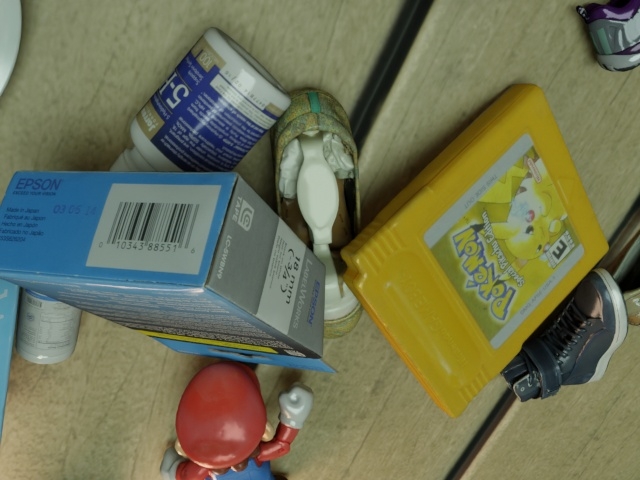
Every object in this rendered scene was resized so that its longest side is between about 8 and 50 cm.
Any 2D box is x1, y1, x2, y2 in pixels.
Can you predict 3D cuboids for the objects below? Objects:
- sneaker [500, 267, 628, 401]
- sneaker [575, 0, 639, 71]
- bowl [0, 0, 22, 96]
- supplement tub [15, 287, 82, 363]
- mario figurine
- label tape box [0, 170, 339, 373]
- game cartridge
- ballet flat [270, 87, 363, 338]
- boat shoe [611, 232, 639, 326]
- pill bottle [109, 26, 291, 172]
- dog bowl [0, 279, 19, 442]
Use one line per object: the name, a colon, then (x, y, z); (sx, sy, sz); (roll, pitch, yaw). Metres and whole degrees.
sneaker: (0.336, 0.145, 0.850); (0.163, 0.086, 0.226); (-12, 129, -6)
sneaker: (0.402, -0.292, 0.661); (0.223, 0.083, 0.098); (-37, 113, 9)
bowl: (-0.416, -0.188, 0.475); (0.134, 0.298, 0.298); (37, 109, 17)
supplement tub: (-0.322, 0.084, 0.707); (0.071, 0.071, 0.107); (12, 114, -17)
mario figurine: (-0.119, 0.280, 0.843); (0.198, 0.170, 0.321); (-35, 138, -34)
label tape box: (-0.130, 0.047, 0.630); (0.240, 0.106, 0.334); (3, 159, 21)
game cartridge: (0.204, 0.019, 0.732); (0.323, 0.052, 0.285); (-44, 119, -13)
ballet flat: (0.000, 0.000, 0.706); (0.123, 0.123, 0.349); (-9, 118, -7)
boat shoe: (0.508, -0.009, 0.806); (0.103, 0.113, 0.302); (20, 106, -17)
pill bottle: (-0.131, -0.116, 0.621); (0.112, 0.112, 0.187); (38, 104, -25)
dog bowl: (-0.389, 0.125, 0.669); (0.074, 0.166, 0.297); (6, 115, -27)
